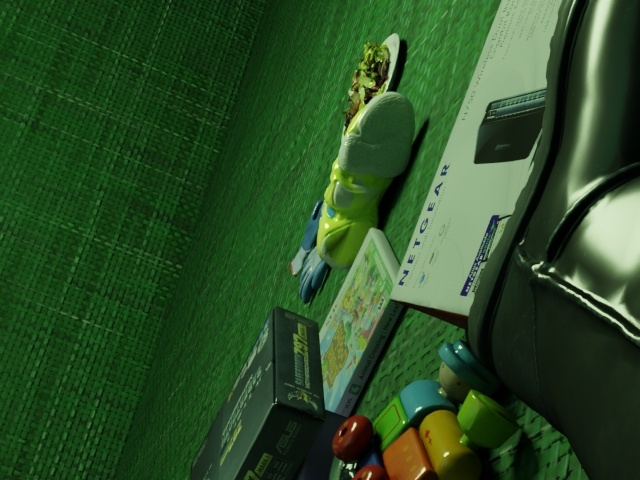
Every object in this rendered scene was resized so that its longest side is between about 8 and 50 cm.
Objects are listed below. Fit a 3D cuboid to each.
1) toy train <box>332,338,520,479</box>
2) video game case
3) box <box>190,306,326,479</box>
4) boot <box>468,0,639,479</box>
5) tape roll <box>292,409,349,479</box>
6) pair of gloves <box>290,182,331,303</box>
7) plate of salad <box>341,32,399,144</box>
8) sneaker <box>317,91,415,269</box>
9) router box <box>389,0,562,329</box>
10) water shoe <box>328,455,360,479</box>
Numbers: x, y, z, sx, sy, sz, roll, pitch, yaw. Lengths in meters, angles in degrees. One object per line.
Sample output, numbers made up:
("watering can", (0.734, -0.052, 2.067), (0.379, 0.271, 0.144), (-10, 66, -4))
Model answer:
("toy train", (0.100, 0.179, 0.923), (0.143, 0.105, 0.248), (-52, 16, 10))
("video game case", (0.042, 0.102, 1.432), (0.212, 0.023, 0.193), (-108, 42, -71))
("box", (-0.070, 0.210, 1.228), (0.183, 0.059, 0.233), (-96, 30, -62))
("boot", (0.226, -0.018, 0.584), (0.445, 0.146, 0.367), (-119, 44, -78))
("tape roll", (-0.032, 0.309, 1.241), (0.275, 0.090, 0.275), (-158, 90, -77))
("pair of gloves", (0.000, 0.000, 1.785), (0.159, 0.023, 0.198), (-62, 14, 16))
("plate of salad", (0.067, -0.228, 1.831), (0.200, 0.048, 0.200), (-60, 15, 28))
("sneaker", (0.048, -0.085, 1.572), (0.126, 0.091, 0.240), (-126, 58, -76))
("router box", (0.191, -0.081, 0.988), (0.301, 0.082, 0.335), (-179, 111, -76))
("water shoe", (0.055, 0.255, 1.064), (0.080, 0.073, 0.203), (-31, 38, 35))
